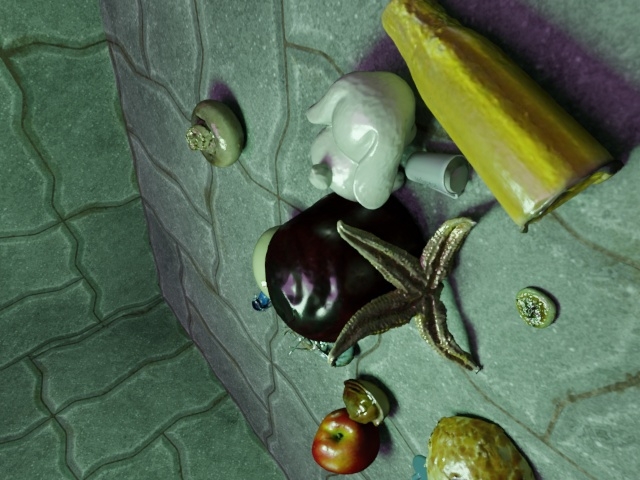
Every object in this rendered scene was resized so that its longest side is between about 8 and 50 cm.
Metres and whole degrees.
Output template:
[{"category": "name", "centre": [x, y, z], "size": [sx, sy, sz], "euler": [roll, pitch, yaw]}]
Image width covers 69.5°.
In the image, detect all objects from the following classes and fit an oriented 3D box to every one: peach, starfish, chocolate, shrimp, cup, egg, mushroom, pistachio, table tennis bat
[{"category": "peach", "centre": [0.087, 0.673, 1.539], "size": [0.199, 0.243, 0.243], "euler": [50, 148, 38]}, {"category": "starfish", "centre": [0.202, 0.116, 0.947], "size": [0.132, 0.384, 0.398], "euler": [-130, 45, -54]}, {"category": "chocolate", "centre": [0.256, -0.234, 0.725], "size": [0.445, 0.162, 0.162], "euler": [59, 149, 18]}, {"category": "shrimp", "centre": [-0.048, 0.311, 1.547], "size": [0.372, 0.172, 0.137], "euler": [14, 92, 35]}, {"category": "cup", "centre": [0.234, -0.127, 0.908], "size": [0.116, 0.074, 0.104], "euler": [26, 161, 52]}, {"category": "chocolate", "centre": [0.030, 0.079, 1.112], "size": [0.384, 0.331, 0.383], "euler": [38, 143, 36]}, {"category": "egg", "centre": [-0.095, 0.083, 1.410], "size": [0.219, 0.219, 0.269], "euler": [-12, 102, 59]}, {"category": "mushroom", "centre": [-0.357, -0.350, 1.537], "size": [0.226, 0.178, 0.226], "euler": [39, 150, 28]}, {"category": "pistachio", "centre": [0.135, 0.511, 1.462], "size": [0.165, 0.130, 0.210], "euler": [66, 162, -15]}, {"category": "table tennis bat", "centre": [0.320, 0.723, 1.438], "size": [0.100, 0.019, 0.155], "euler": [49, 144, 25]}]

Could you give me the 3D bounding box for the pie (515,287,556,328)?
[{"category": "pie", "centre": [0.403, 0.128, 0.870], "size": [0.084, 0.021, 0.084], "euler": [35, 138, 40]}]

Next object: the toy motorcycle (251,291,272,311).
[{"category": "toy motorcycle", "centre": [-0.185, 0.194, 1.709], "size": [0.092, 0.135, 0.254], "euler": [52, 148, 20]}]

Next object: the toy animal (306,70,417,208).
[{"category": "toy animal", "centre": [0.090, -0.213, 0.926], "size": [0.271, 0.206, 0.265], "euler": [61, 153, 10]}]

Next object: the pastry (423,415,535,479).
[{"category": "pastry", "centre": [0.364, 0.567, 1.109], "size": [0.256, 0.170, 0.236], "euler": [1, 116, 51]}]
